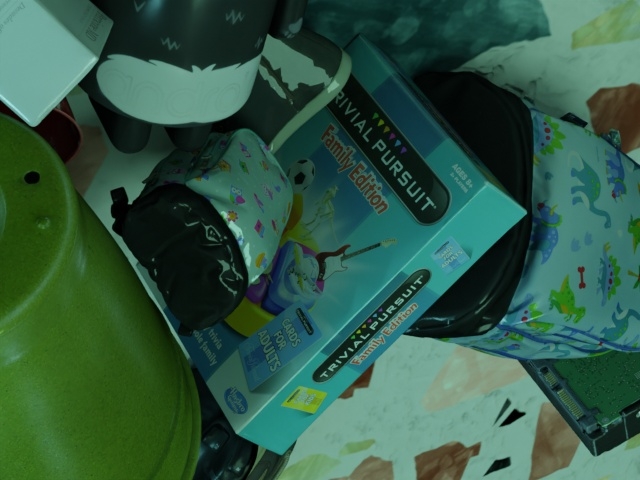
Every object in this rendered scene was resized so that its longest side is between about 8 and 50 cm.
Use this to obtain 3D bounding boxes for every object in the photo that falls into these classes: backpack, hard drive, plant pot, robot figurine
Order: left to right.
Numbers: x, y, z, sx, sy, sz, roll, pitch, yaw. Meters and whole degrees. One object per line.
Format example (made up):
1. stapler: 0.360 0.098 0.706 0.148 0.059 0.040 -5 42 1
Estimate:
1. plant pot: -0.294 0.079 1.422 0.366 0.366 0.353 -24 149 -14
2. robot figurine: -0.124 -0.210 1.463 0.209 0.173 0.278 -45 158 -51
3. backpack: -0.099 -0.021 1.565 0.115 0.182 0.152 -16 114 21
4. backpack: 0.237 0.004 1.853 0.273 0.290 0.355 0 162 24
5. hard drive: 0.404 0.086 2.064 0.339 0.237 0.064 -29 139 -9

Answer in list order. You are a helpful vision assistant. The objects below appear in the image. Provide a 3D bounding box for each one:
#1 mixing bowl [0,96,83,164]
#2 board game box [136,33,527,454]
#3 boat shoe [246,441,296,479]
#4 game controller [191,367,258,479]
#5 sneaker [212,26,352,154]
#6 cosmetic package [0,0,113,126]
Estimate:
1. mixing bowl: -0.296 -0.121 1.456 0.181 0.098 0.181 -8 159 -3
2. board game box: 0.000 0.000 1.684 0.336 0.254 0.079 -46 139 11
3. boat shoe: -0.148 0.324 1.989 0.355 0.132 0.130 -48 138 16
4. game controller: -0.183 0.287 1.900 0.067 0.166 0.319 27 111 -30
5. sneaker: -0.086 -0.134 1.647 0.118 0.083 0.222 35 114 -28
6. cosmetic package: -0.272 -0.204 1.320 0.231 0.117 0.085 41 106 -15
